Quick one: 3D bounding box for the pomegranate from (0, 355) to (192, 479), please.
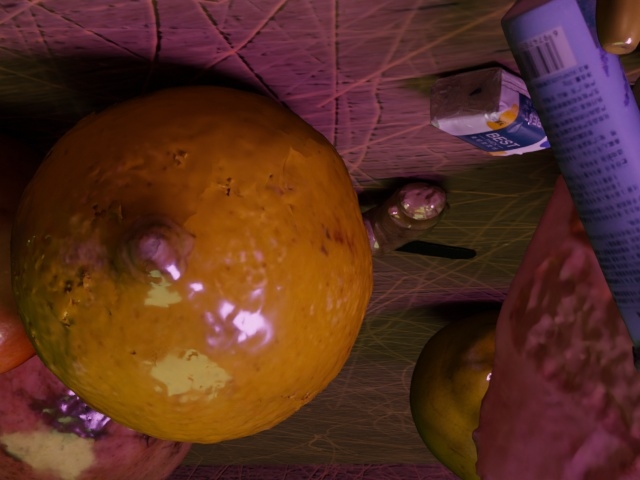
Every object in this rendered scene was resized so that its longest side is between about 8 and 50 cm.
[{"bbox_3d":[-0.258,0.122,1.531,0.322,0.322,0.322,3,165,1],"label":"pomegranate"}]

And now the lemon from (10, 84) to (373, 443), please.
[{"bbox_3d":[-0.089,0.015,1.104,0.258,0.258,0.310,0,176,11],"label":"lemon"}]

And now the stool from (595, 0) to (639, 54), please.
[{"bbox_3d":[0.173,-0.153,0.701,0.135,0.110,0.134,11,163,-31],"label":"stool"}]

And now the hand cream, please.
[{"bbox_3d":[0.160,-0.041,0.878,0.055,0.256,0.088,-23,-174,-27],"label":"hand cream"}]

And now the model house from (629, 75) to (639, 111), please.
[{"bbox_3d":[0.292,-0.079,0.918,0.214,0.195,0.189,-7,145,-20],"label":"model house"}]

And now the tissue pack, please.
[{"bbox_3d":[0.123,-0.089,1.087,0.062,0.042,0.083,-5,163,38],"label":"tissue pack"}]

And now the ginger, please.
[{"bbox_3d":[0.000,0.000,1.397,0.288,0.075,0.089,-15,180,38],"label":"ginger"}]

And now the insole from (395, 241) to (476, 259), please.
[{"bbox_3d":[0.084,0.005,1.529,0.152,0.002,0.053,9,164,-20],"label":"insole"}]

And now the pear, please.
[{"bbox_3d":[0.209,0.184,1.790,0.212,0.212,0.269,2,159,4],"label":"pear"}]

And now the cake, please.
[{"bbox_3d":[0.320,0.106,1.199,0.314,0.307,0.293,9,-166,-37],"label":"cake"}]

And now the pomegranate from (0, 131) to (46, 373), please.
[{"bbox_3d":[-0.280,0.010,1.242,0.209,0.209,0.209,3,165,1],"label":"pomegranate"}]
